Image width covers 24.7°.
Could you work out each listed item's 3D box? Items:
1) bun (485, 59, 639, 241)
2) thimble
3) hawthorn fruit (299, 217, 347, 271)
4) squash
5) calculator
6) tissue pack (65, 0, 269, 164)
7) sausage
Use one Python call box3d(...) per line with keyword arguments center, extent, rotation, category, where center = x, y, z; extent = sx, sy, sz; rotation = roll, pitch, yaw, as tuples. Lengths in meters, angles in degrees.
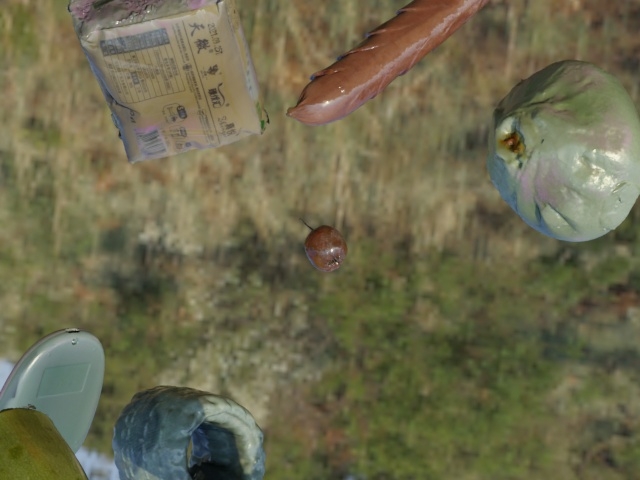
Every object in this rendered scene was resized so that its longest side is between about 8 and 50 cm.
box3d(center=(0.364, -0.138, 2.306), extent=(0.187, 0.293, 0.293), rotation=(-12, -169, -39), category="bun")
box3d(center=(-0.195, 0.338, 2.277), extent=(0.172, 0.205, 0.250), rotation=(1, 136, 39), category="thimble")
box3d(center=(0.000, 0.000, 2.303), extent=(0.066, 0.067, 0.103), rotation=(9, -145, -43), category="hawthorn fruit")
box3d(center=(-0.306, 0.278, 1.570), extent=(0.123, 0.123, 0.186), rotation=(9, -156, -38), category="squash")
box3d(center=(-0.409, 0.261, 2.165), extent=(0.041, 0.299, 0.185), rotation=(35, -157, 34), category="calculator")
box3d(center=(-0.198, -0.227, 1.948), extent=(0.215, 0.123, 0.257), rotation=(-14, 142, 2), category="tissue pack")
box3d(center=(0.119, -0.299, 2.207), extent=(0.433, 0.088, 0.088), rotation=(-39, -165, -17), category="sausage")
